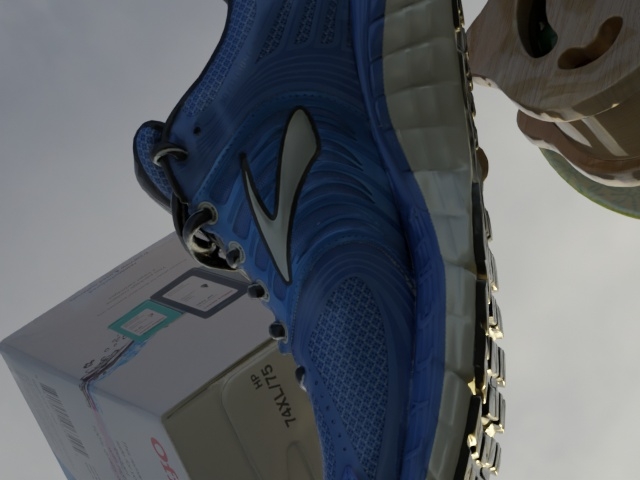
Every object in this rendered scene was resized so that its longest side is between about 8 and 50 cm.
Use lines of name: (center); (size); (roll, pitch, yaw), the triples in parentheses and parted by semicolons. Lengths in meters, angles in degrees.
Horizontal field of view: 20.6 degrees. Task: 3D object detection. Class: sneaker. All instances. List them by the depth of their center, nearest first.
sneaker: (0.000, 0.000, 0.757); (0.130, 0.147, 0.330); (64, -161, -67)

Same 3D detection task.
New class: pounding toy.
pounding toy: (0.145, -0.134, 0.987); (0.155, 0.154, 0.270); (41, -111, -34)

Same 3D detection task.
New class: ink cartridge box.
ink cartridge box: (-0.058, 0.126, 1.247); (0.197, 0.270, 0.198); (-34, -66, -24)

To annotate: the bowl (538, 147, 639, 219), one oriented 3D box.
bowl: (0.333, -0.156, 1.551); (0.156, 0.289, 0.290); (4, -76, -58)
